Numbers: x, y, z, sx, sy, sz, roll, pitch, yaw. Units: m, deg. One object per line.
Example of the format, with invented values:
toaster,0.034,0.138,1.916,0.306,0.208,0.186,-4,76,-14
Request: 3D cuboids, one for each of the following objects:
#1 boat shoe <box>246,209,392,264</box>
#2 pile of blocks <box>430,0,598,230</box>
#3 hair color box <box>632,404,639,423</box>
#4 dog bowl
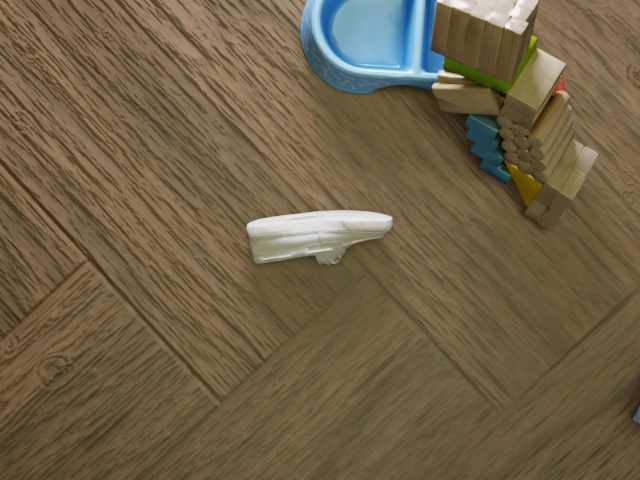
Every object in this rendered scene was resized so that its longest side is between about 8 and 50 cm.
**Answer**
boat shoe,0.000,0.000,1.763,0.184,0.066,0.063,-6,103,-2
pile of blocks,0.236,-0.178,1.695,0.149,0.362,0.112,10,51,36
hair color box,0.564,0.108,1.732,0.185,0.113,0.374,29,90,0
dog bowl,0.123,-0.266,1.759,0.297,0.074,0.165,4,89,0
